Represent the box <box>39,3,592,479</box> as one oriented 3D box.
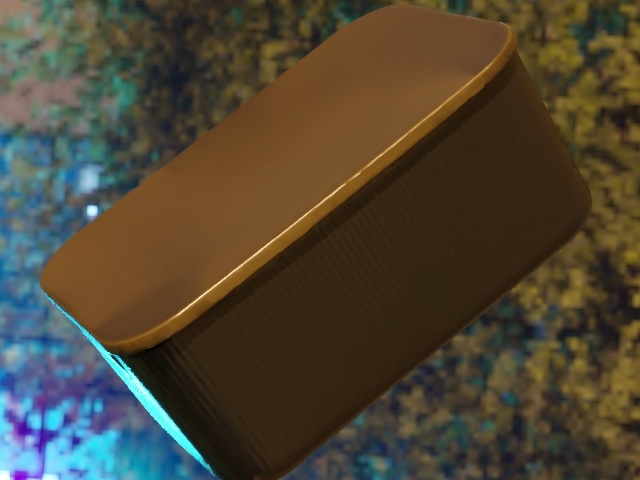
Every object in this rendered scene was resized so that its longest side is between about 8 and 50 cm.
[{"bbox_3d":[0.000,0.000,0.702,0.090,0.201,0.144,57,166,-23],"label":"box"}]
